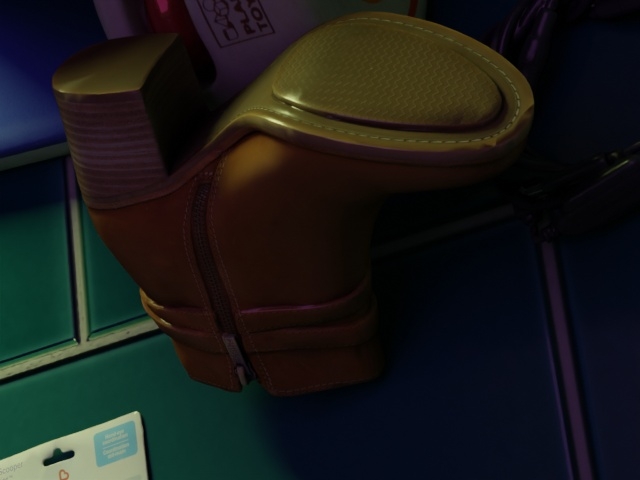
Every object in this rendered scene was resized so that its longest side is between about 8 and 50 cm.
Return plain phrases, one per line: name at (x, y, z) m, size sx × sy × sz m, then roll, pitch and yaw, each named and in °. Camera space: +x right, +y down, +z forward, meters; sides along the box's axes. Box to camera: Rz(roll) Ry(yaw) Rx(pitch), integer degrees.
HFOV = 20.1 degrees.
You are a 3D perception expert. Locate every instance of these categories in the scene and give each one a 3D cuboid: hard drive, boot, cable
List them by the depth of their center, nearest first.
boot at (0.000, 0.000, 0.964) m, size 0.283 × 0.220 × 0.109 m, roll 0°, pitch 38°, yaw 26°
cable at (0.163, -0.091, 0.985) m, size 0.184 × 0.047 × 0.151 m, roll -35°, pitch 55°, yaw 24°
hard drive at (-0.191, -0.159, 1.238) m, size 0.318 × 0.040 × 0.210 m, roll -11°, pitch 71°, yaw 31°

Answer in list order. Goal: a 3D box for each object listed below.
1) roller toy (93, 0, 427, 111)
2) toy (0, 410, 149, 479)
roller toy at (-0.028, -0.163, 1.037) m, size 0.146 × 0.191 × 0.209 m, roll -11°, pitch 71°, yaw 30°
toy at (-0.164, 0.231, 1.102) m, size 0.137 × 0.056 × 0.237 m, roll -21°, pitch 66°, yaw 26°
